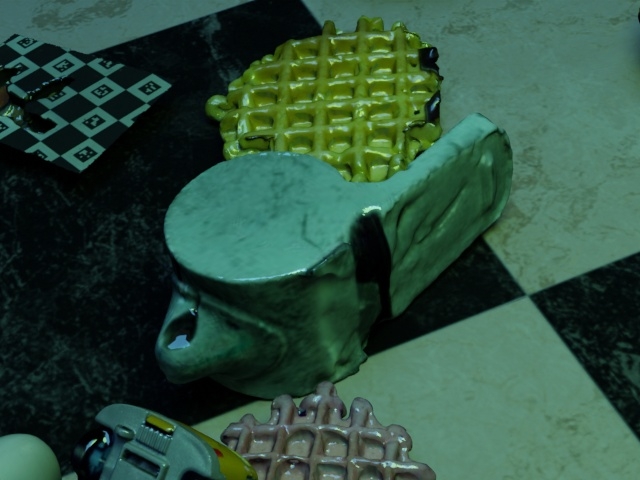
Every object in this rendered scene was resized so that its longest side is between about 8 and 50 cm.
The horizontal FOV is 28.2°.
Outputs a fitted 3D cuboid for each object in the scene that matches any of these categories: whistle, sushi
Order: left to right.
[{"bbox_3d":[-0.339,-0.161,1.584,0.280,0.043,0.192,19,50,27],"label":"sushi"},{"bbox_3d":[0.023,0.013,1.249,0.405,0.168,0.188,-16,43,-7],"label":"whistle"}]

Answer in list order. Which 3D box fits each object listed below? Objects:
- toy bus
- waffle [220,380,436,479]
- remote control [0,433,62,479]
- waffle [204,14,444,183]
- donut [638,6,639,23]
[{"bbox_3d":[-0.136,0.244,1.020,0.126,0.136,0.209,20,87,29],"label":"toy bus"},{"bbox_3d":[-0.008,0.230,1.110,0.221,0.055,0.234,-31,50,-19],"label":"waffle"},{"bbox_3d":[-0.307,0.292,0.981,0.104,0.221,0.332,27,53,11],"label":"remote control"},{"bbox_3d":[0.025,-0.159,1.509,0.307,0.060,0.312,-28,47,-16],"label":"waffle"},{"bbox_3d":[0.482,-0.244,1.493,0.230,0.096,0.216,-33,46,-23],"label":"donut"}]
